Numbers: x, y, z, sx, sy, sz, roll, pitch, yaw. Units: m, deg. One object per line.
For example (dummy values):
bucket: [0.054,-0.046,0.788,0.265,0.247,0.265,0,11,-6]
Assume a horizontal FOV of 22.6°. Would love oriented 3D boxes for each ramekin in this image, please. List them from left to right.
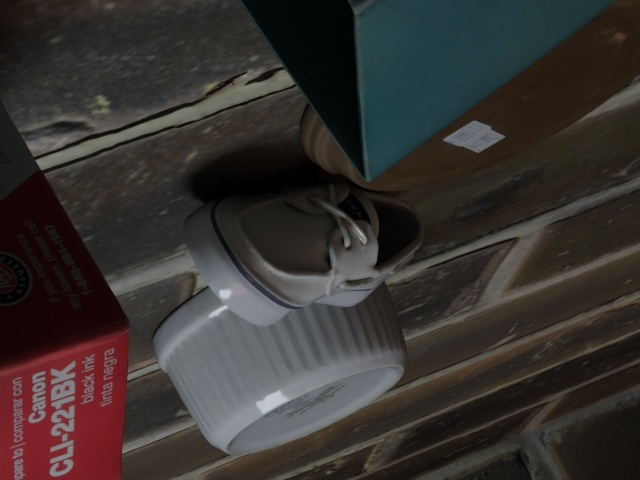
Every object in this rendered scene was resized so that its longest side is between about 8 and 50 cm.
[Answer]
ramekin: [-0.026,0.095,1.334,0.207,0.109,0.207,-22,163,-7]

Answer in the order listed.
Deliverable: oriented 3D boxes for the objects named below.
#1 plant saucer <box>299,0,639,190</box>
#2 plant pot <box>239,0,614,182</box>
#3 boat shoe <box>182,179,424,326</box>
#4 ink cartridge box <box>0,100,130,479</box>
plant saucer: [0.119,-0.108,1.055,0.278,0.041,0.278,-23,164,-7]
plant pot: [0.069,-0.171,0.601,0.234,0.165,0.166,-31,164,-7]
boat shoe: [0.000,0.000,1.117,0.088,0.096,0.267,-36,162,20]
ink cartridge box: [-0.246,0.044,0.691,0.273,0.197,0.114,-17,141,-24]
